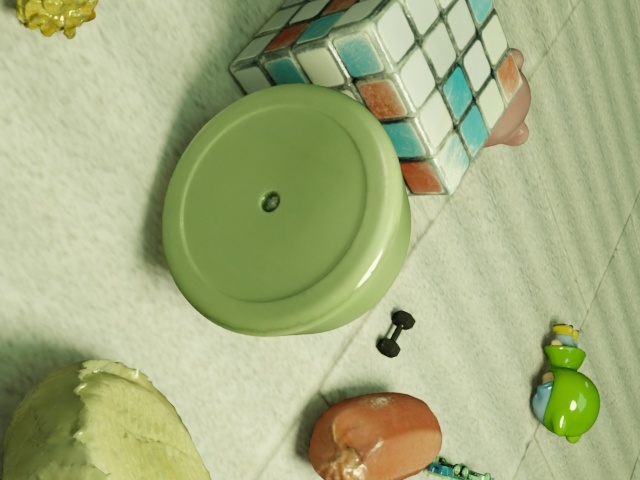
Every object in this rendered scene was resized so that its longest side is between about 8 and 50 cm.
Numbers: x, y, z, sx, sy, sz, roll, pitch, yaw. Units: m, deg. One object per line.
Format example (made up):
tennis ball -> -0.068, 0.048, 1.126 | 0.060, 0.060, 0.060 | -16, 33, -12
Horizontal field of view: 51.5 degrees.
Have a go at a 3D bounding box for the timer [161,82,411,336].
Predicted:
timer -> 0.000, 0.000, 0.854 | 0.315, 0.290, 0.291 | 38, 64, -63

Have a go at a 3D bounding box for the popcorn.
popcorn -> -0.267, -0.240, 0.665 | 0.057, 0.083, 0.082 | 53, 15, 1

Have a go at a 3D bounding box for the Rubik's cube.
Rubik's cube -> 0.083, -0.230, 0.903 | 0.256, 0.253, 0.259 | 55, 54, -32

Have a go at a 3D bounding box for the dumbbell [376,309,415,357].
dumbbell -> 0.129, 0.159, 1.127 | 0.083, 0.040, 0.036 | -57, 159, -28

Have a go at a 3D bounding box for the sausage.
sausage -> 0.085, 0.305, 1.023 | 0.254, 0.148, 0.148 | 11, 84, -42

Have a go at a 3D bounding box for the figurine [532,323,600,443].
figurine -> 0.568, 0.327, 1.536 | 0.162, 0.143, 0.264 | 38, 54, -47

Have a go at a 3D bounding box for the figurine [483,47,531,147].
figurine -> 0.288, -0.249, 1.180 | 0.173, 0.173, 0.174 | -3, 94, -46

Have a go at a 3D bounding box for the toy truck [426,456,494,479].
toy truck -> 0.260, 0.465, 1.260 | 0.175, 0.067, 0.081 | 31, 71, -43

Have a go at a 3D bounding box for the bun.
bun -> -0.213, 0.244, 0.642 | 0.152, 0.259, 0.259 | -35, 124, 4
